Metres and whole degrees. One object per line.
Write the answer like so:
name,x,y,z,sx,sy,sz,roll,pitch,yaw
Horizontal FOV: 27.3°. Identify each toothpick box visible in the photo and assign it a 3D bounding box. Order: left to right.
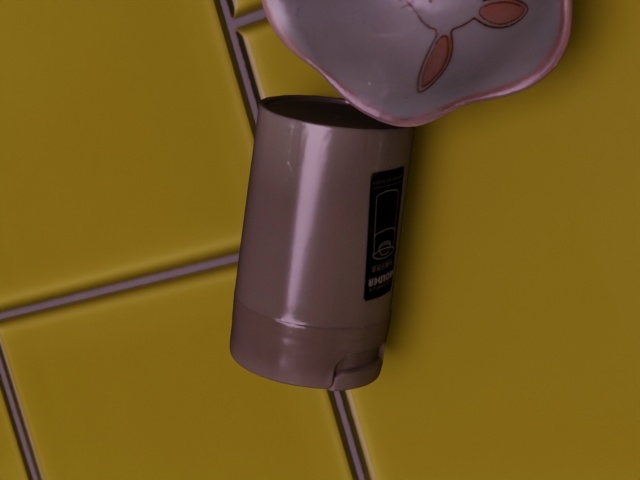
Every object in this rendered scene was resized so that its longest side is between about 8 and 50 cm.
toothpick box,0.000,0.000,0.897,0.111,0.111,0.181,16,108,27

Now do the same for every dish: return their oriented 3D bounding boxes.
dish,0.071,-0.189,0.830,0.229,0.081,0.229,8,109,26
